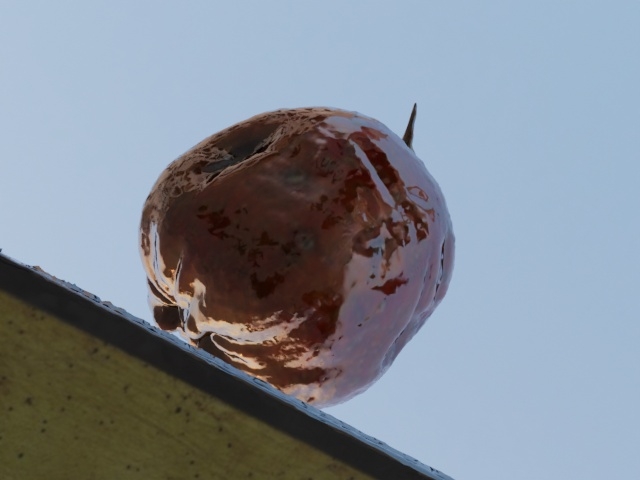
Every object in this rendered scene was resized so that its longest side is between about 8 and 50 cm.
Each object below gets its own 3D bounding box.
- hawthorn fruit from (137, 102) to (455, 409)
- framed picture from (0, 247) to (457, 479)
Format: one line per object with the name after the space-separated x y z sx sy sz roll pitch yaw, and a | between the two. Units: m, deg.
-0.017 0.015 1.197 0.258 0.261 0.258 17 -71 60 | hawthorn fruit
-0.109 0.181 0.420 0.255 0.014 0.339 29 -87 -18 | framed picture
